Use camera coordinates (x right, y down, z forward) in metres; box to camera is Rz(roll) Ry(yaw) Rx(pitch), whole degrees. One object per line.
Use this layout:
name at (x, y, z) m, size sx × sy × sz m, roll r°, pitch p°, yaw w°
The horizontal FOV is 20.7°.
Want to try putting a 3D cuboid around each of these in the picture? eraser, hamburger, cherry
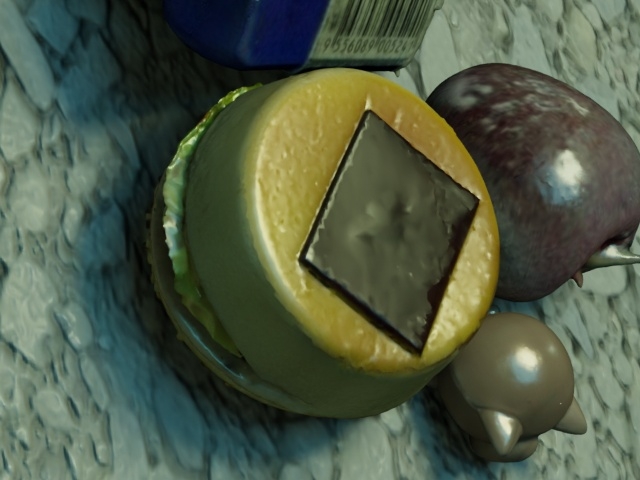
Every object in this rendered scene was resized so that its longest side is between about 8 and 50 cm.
eraser at (-0.002, -0.218, 1.467) m, size 0.102 × 0.155 × 0.332 m, roll 26°, pitch 17°, yaw 25°
hamburger at (0.000, 0.000, 1.412) m, size 0.300 × 0.176 × 0.300 m, roll 16°, pitch 62°, yaw -32°
cherry at (0.188, -0.047, 1.575) m, size 0.266 × 0.183 × 0.213 m, roll 48°, pitch 35°, yaw 17°

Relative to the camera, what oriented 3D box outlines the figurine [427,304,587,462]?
figurine at (0.159, 0.123, 1.523) m, size 0.125 × 0.125 × 0.138 m, roll -13°, pitch 63°, yaw -40°
